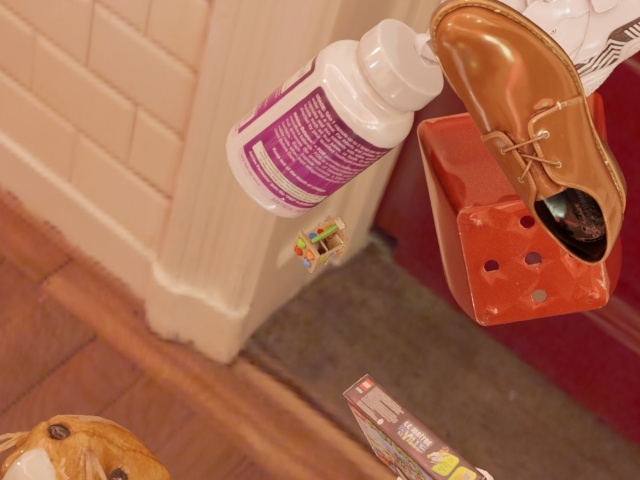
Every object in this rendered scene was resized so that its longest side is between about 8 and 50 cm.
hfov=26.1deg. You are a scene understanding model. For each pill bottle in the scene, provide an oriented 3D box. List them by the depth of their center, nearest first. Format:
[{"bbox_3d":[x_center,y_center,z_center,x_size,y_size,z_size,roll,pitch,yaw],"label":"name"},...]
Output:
[{"bbox_3d":[0.022,-0.171,1.915,0.169,0.301,0.169,31,41,-31],"label":"pill bottle"}]

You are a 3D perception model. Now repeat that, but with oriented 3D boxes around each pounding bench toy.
[{"bbox_3d":[0.000,0.000,2.041,0.065,0.083,0.052,-28,71,-25],"label":"pounding bench toy"}]

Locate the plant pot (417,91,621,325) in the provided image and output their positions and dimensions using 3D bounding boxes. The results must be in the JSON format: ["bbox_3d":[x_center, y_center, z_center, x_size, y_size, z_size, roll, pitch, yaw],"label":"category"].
[{"bbox_3d":[0.286,-0.025,1.922,0.267,0.267,0.235,-9,25,9],"label":"plant pot"}]

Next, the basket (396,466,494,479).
[{"bbox_3d":[0.147,0.332,1.698,0.113,0.167,0.103,18,71,17],"label":"basket"}]

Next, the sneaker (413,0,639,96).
[{"bbox_3d":[0.288,-0.296,1.694,0.210,0.366,0.137,38,14,-28],"label":"sneaker"}]

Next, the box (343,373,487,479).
[{"bbox_3d":[0.110,0.230,1.411,0.036,0.114,0.207,-38,39,-12],"label":"box"}]

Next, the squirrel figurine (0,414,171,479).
[{"bbox_3d":[-0.252,0.356,1.221,0.281,0.397,0.370,6,48,33],"label":"squirrel figurine"}]

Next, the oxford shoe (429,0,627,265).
[{"bbox_3d":[0.142,-0.070,0.908,0.212,0.076,0.076,49,31,-24],"label":"oxford shoe"}]
